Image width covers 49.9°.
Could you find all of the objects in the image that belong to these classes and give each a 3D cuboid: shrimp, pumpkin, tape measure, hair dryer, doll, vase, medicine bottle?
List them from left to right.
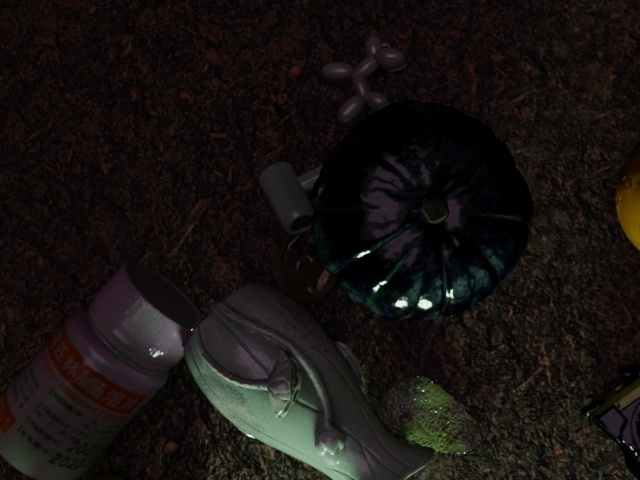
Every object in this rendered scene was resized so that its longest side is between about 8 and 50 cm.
[{"bbox_3d":[-0.409,0.242,1.281,0.219,0.219,0.388,45,95,15],"label":"medicine bottle"},{"bbox_3d":[-0.021,0.278,1.174,0.445,0.250,0.250,43,95,12],"label":"vase"},{"bbox_3d":[-0.001,0.000,1.295,0.144,0.052,0.251,31,84,28],"label":"shrimp"},{"bbox_3d":[0.015,-0.116,1.294,0.237,0.073,0.131,-27,61,-4],"label":"hair dryer"},{"bbox_3d":[0.088,-0.311,1.303,0.160,0.059,0.161,-20,79,11],"label":"doll"},{"bbox_3d":[0.164,-0.047,1.138,0.364,0.266,0.363,0,85,-3],"label":"pumpkin"},{"bbox_3d":[0.547,0.289,1.094,0.186,0.112,0.199,-40,77,5],"label":"tape measure"}]

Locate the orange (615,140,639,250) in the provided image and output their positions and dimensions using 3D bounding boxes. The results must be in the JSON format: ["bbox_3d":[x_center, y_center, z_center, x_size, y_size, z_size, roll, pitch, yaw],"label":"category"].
[{"bbox_3d":[0.582,-0.068,1.061,0.240,0.240,0.239,-2,83,14],"label":"orange"}]

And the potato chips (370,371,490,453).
[{"bbox_3d":[0.192,0.306,1.225,0.209,0.026,0.142,-6,85,15],"label":"potato chips"}]

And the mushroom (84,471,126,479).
[{"bbox_3d":[-0.451,0.595,1.326,0.100,0.081,0.312,22,93,19],"label":"mushroom"}]
